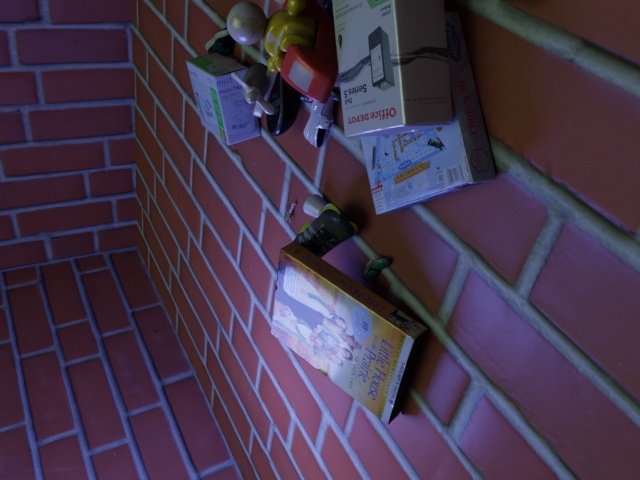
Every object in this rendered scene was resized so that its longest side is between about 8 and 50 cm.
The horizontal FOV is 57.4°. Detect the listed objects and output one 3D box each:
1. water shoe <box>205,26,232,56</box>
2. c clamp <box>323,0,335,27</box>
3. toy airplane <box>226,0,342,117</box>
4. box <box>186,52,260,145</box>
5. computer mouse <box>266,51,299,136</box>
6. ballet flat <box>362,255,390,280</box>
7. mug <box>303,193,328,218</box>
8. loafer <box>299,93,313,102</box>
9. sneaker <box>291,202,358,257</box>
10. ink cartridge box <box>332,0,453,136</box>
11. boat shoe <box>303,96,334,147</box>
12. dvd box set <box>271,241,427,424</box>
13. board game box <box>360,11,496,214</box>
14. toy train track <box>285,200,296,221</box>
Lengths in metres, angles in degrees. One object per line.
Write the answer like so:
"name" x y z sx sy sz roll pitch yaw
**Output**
"water shoe" -0.323 -0.668 1.983 0.080 0.073 0.203 58 156 -16
"c clamp" 0.046 -0.585 1.375 0.137 0.022 0.161 60 145 22
"toy airplane" -0.077 -0.479 1.281 0.384 0.272 0.387 12 101 63
"box" -0.318 -0.473 1.928 0.262 0.126 0.231 41 147 48
"computer mouse" -0.097 -0.427 1.647 0.188 0.072 0.273 4 91 63
"ballet flat" 0.133 0.059 1.428 0.114 0.041 0.041 -52 55 53
"mug" 0.001 -0.084 1.609 0.064 0.078 0.062 38 99 39
"loafer" -0.020 -0.431 1.484 0.062 0.061 0.170 -84 -2 -68
"sneaker" 0.000 0.000 1.529 0.111 0.121 0.300 40 153 -4
"ink cartridge box" 0.128 -0.336 1.072 0.198 0.114 0.273 5 103 60
"boat shoe" 0.006 -0.311 1.502 0.063 0.066 0.184 51 141 18
"dvd box set" 0.050 0.230 1.473 0.420 0.062 0.308 33 132 29
"board game box" 0.189 -0.238 1.184 0.318 0.065 0.318 -16 85 61
"toy train track" -0.089 -0.090 1.802 0.083 0.014 0.048 -59 42 44
